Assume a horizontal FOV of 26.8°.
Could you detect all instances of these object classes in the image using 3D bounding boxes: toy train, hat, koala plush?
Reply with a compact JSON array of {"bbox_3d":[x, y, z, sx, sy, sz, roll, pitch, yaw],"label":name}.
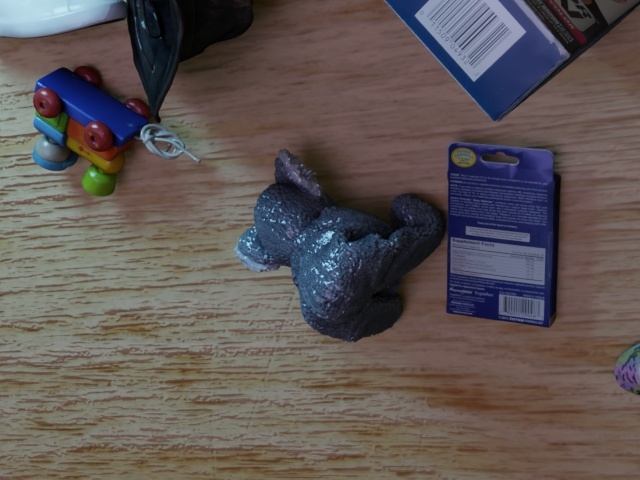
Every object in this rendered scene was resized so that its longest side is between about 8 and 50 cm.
[{"bbox_3d":[-0.283,-0.116,1.819,0.248,0.105,0.143,33,130,12],"label":"toy train"},{"bbox_3d":[-0.154,-0.297,1.630,0.134,0.331,0.331,-3,112,-16],"label":"hat"},{"bbox_3d":[0.000,0.000,1.678,0.221,0.203,0.196,40,121,22],"label":"koala plush"}]

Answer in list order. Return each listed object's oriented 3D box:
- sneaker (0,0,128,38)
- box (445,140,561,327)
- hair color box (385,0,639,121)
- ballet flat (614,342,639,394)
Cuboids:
[{"bbox_3d":[-0.381,-0.332,1.771,0.290,0.106,0.123,5,108,32],"label":"sneaker"},{"bbox_3d":[0.222,-0.011,1.639,0.136,0.036,0.225,8,112,23],"label":"box"},{"bbox_3d":[0.210,-0.255,1.374,0.174,0.347,0.105,49,121,2],"label":"hair color box"},{"bbox_3d":[0.443,0.151,1.564,0.221,0.079,0.077,-8,105,29],"label":"ballet flat"}]
